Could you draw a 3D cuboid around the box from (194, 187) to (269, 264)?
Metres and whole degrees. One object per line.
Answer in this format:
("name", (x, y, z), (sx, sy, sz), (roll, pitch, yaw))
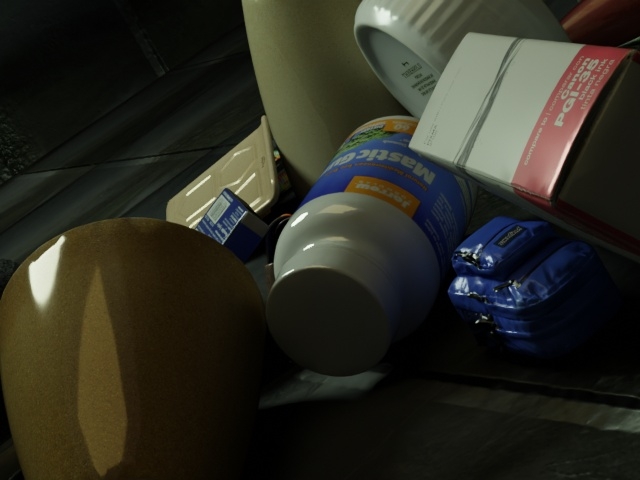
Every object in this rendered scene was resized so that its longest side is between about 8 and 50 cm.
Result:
("box", (-0.145, 0.053, 1.335), (0.225, 0.036, 0.136), (-52, 19, 2))

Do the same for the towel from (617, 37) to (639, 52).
("towel", (0.412, -0.254, 1.497), (0.113, 0.023, 0.152), (-40, 21, -26))

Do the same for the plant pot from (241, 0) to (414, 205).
("plant pot", (0.022, -0.220, 1.599), (0.256, 0.274, 0.256), (-26, 18, 9))

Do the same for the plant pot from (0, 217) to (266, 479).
("plant pot", (-0.149, 0.149, 1.011), (0.237, 0.237, 0.254), (-27, 34, 9))

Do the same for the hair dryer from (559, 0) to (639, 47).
("hair dryer", (0.371, -0.287, 1.541), (0.293, 0.080, 0.224), (-35, 4, -37))

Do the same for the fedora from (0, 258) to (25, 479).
("fedora", (-0.336, 0.125, 1.322), (0.334, 0.152, 0.334), (-40, 19, 17))

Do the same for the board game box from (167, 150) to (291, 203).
("board game box", (-0.122, -0.072, 1.788), (0.141, 0.048, 0.170), (-39, 20, -21))

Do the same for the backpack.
("backpack", (0.164, 0.038, 0.976), (0.098, 0.101, 0.120), (-42, 24, -15))

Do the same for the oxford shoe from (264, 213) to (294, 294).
("oxford shoe", (0.000, 0.000, 1.323), (0.097, 0.098, 0.271), (-24, 19, 17))

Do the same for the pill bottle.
("pill bottle", (0.046, 0.003, 1.157), (0.152, 0.152, 0.272), (-20, 20, 28))

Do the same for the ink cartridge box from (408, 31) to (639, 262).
("ink cartridge box", (0.215, -0.059, 0.943), (0.117, 0.207, 0.283), (-64, 19, 4))

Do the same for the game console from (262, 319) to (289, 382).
("game console", (-0.107, 0.105, 1.226), (0.122, 0.107, 0.071), (-32, 0, -4))

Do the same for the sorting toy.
("sorting toy", (-0.126, -0.046, 1.629), (0.208, 0.038, 0.193), (-42, 29, 19))

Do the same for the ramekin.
("ramekin", (0.156, -0.208, 1.404), (0.127, 0.273, 0.273), (-46, 20, -7))
